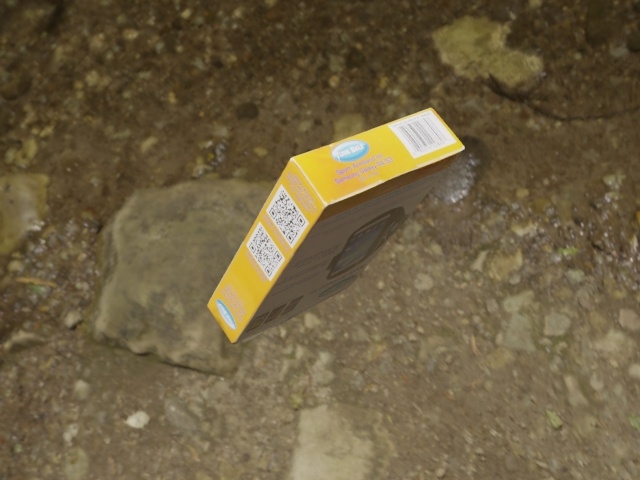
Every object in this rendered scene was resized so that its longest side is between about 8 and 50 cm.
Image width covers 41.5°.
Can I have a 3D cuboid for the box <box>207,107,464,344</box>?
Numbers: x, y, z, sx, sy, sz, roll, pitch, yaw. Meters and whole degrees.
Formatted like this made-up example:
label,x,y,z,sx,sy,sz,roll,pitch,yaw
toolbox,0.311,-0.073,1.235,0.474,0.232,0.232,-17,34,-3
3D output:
label,x,y,z,sx,sy,sz,roll,pitch,yaw
box,0.000,0.000,0.386,0.081,0.136,0.028,-24,73,-36
